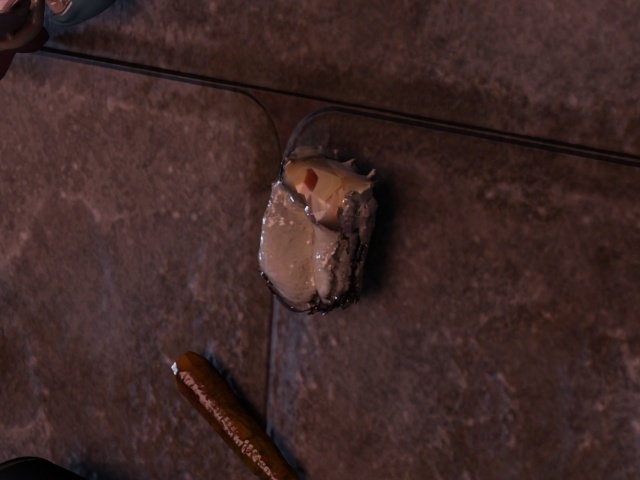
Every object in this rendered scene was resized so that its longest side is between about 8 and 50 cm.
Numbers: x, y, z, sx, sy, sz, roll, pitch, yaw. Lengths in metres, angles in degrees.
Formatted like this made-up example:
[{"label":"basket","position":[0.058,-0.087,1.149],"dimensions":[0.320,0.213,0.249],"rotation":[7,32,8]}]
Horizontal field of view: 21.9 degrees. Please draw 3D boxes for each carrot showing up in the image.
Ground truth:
[{"label":"carrot","position":[-0.078,0.173,1.544],"dimensions":[0.170,0.042,0.042],"rotation":[47,124,23]}]

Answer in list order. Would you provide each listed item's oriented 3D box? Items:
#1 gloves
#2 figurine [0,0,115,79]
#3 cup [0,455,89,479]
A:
[{"label":"gloves","position":[0.002,-0.002,1.430],"dimensions":[0.114,0.070,0.153],"rotation":[29,122,24]},{"label":"figurine","position":[-0.280,-0.252,1.617],"dimensions":[0.260,0.103,0.205],"rotation":[-29,43,41]},{"label":"cup","position":[-0.266,0.331,1.665],"dimensions":[0.177,0.169,0.223],"rotation":[26,144,38]}]
